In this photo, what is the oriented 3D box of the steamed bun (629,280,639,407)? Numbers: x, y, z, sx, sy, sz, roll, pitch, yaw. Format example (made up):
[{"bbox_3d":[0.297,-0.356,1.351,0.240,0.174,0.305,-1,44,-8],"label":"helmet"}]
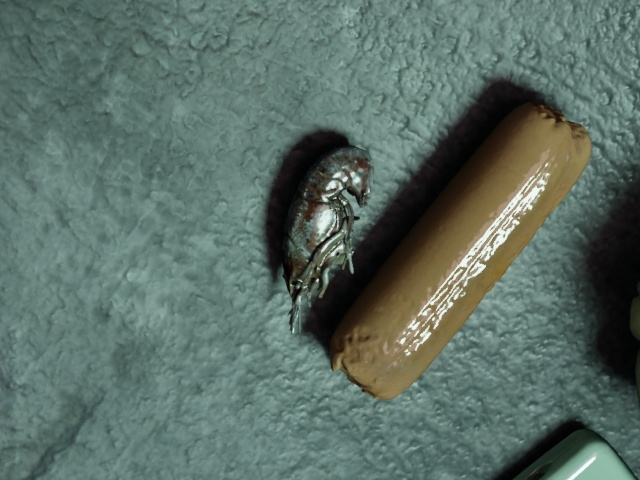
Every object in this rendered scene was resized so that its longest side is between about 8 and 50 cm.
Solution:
[{"bbox_3d":[0.382,0.120,1.596,0.268,0.207,0.280,-40,104,-44],"label":"steamed bun"}]

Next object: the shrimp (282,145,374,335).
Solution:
[{"bbox_3d":[0.000,0.000,1.501,0.065,0.056,0.165,3,113,-27],"label":"shrimp"}]

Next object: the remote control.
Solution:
[{"bbox_3d":[0.276,0.307,1.724,0.140,0.056,0.296,-38,120,2],"label":"remote control"}]

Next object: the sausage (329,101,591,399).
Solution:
[{"bbox_3d":[0.114,0.009,1.528,0.086,0.086,0.289,35,98,-28],"label":"sausage"}]
